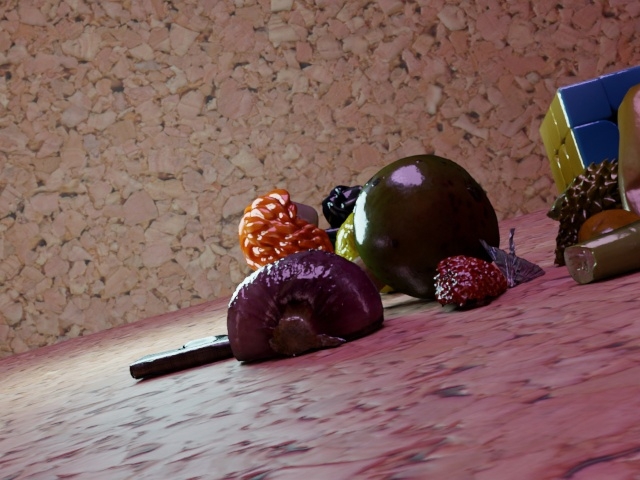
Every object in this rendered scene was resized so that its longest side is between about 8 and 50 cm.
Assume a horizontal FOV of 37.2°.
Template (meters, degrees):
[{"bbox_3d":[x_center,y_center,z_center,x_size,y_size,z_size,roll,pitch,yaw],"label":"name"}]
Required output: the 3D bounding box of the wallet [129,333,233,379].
[{"bbox_3d":[-0.230,0.207,1.760,0.230,0.042,0.124,-17,4,6],"label":"wallet"}]

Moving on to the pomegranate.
[{"bbox_3d":[0.179,-0.017,1.800,0.291,0.291,0.323,-16,-8,-37],"label":"pomegranate"}]

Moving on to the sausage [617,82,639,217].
[{"bbox_3d":[0.604,-0.128,1.706,0.134,0.354,0.116,-1,-31,17],"label":"sausage"}]

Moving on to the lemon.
[{"bbox_3d":[0.141,0.018,2.098,0.204,0.204,0.260,-14,-17,40],"label":"lemon"}]

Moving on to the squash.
[{"bbox_3d":[0.497,0.002,1.448,0.250,0.083,0.083,-19,2,-11],"label":"squash"}]

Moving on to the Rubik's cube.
[{"bbox_3d":[0.677,-0.197,2.094,0.290,0.292,0.291,-16,-11,1],"label":"Rubik's cube"}]

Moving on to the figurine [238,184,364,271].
[{"bbox_3d":[0.009,-0.007,2.384,0.412,0.306,0.241,-14,-9,-18],"label":"figurine"}]

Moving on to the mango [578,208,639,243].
[{"bbox_3d":[0.482,-0.002,1.577,0.115,0.089,0.165,-4,11,34],"label":"mango"}]

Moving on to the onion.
[{"bbox_3d":[-0.019,0.093,1.651,0.267,0.159,0.348,-12,3,14],"label":"onion"}]

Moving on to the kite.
[{"bbox_3d":[0.340,0.028,1.680,0.011,0.139,0.157,-54,17,41],"label":"kite"}]

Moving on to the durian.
[{"bbox_3d":[0.539,-0.052,1.812,0.306,0.172,0.166,-26,-17,-37],"label":"durian"}]

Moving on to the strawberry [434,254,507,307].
[{"bbox_3d":[0.247,0.064,1.576,0.121,0.082,0.188,-12,-1,9],"label":"strawberry"}]
